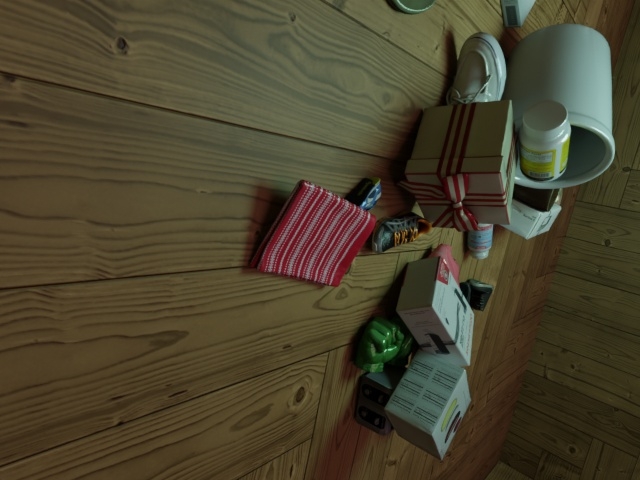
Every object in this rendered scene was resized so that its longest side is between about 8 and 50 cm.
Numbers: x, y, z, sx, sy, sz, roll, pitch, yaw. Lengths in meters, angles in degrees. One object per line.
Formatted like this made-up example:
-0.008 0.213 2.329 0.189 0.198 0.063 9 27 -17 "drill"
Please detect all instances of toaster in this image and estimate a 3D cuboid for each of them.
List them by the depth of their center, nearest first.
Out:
0.202 0.468 1.321 0.185 0.110 0.168 -11 114 -48 "toaster"

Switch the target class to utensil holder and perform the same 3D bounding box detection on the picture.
0.713 -0.408 1.350 0.327 0.327 0.386 45 53 -49 "utensil holder"

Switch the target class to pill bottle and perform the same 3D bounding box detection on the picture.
0.581 -0.255 1.136 0.119 0.119 0.208 -59 146 -14 "pill bottle"
0.583 -0.015 1.599 0.087 0.087 0.160 -37 130 -35 "pill bottle"

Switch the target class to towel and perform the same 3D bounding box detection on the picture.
0.000 0.000 0.905 0.274 0.031 0.199 19 105 -52 "towel"

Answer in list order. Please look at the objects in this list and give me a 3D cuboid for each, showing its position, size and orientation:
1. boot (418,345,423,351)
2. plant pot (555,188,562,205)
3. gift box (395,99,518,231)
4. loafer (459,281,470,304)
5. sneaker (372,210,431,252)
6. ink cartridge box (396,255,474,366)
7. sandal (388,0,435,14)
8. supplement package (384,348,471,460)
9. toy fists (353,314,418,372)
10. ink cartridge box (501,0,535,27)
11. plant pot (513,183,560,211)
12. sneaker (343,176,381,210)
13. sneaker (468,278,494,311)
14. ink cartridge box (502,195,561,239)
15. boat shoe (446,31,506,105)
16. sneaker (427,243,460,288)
0.346 0.479 1.513 0.264 0.096 0.281 -4 107 -49 "boot"
0.905 -0.186 1.862 0.237 0.109 0.238 -171 -90 -85 "plant pot"
0.358 -0.175 1.137 0.255 0.276 0.258 46 54 -45 "gift box"
0.552 0.242 1.693 0.061 0.062 0.170 -6 111 -54 "loafer"
0.212 -0.023 1.151 0.214 0.083 0.084 -30 128 -38 "sneaker"
0.345 0.214 1.282 0.273 0.114 0.197 55 40 -28 "ink cartridge box"
0.165 -0.556 0.865 0.302 0.086 0.120 13 95 -52 "sandal"
0.311 0.465 1.241 0.203 0.149 0.194 -51 138 -26 "supplement package"
0.205 0.294 1.265 0.279 0.096 0.142 10 95 -50 "toy fists"
0.605 -0.835 1.306 0.239 0.060 0.275 -58 140 -14 "ink cartridge box"
0.736 -0.239 1.564 0.215 0.230 0.216 -37 140 -40 "plant pot"
0.097 -0.087 1.008 0.144 0.053 0.059 -44 137 -28 "sneaker"
0.650 0.229 1.785 0.222 0.083 0.118 19 91 -53 "sneaker"
0.779 -0.115 1.693 0.272 0.198 0.115 -11 128 -47 "ink cartridge box"
0.404 -0.368 1.215 0.156 0.135 0.367 -41 143 -28 "boat shoe"
0.426 0.132 1.449 0.136 0.115 0.314 -54 139 -22 "sneaker"
